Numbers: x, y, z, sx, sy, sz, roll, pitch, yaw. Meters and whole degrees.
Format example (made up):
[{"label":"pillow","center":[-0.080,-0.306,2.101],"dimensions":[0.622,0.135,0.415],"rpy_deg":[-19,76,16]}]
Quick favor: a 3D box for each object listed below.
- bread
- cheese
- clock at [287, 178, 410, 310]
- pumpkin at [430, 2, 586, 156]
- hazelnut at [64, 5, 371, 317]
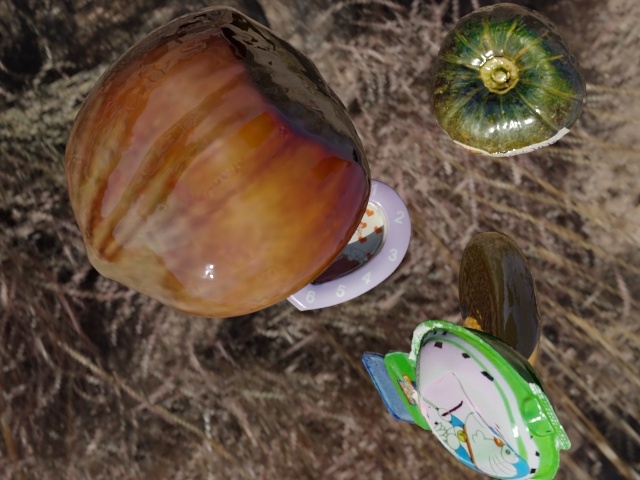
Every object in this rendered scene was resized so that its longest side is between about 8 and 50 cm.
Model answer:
[{"label":"bread","center":[0.211,0.081,1.412],"dimensions":[0.077,0.114,0.189],"rpy_deg":[-3,81,-33]},{"label":"cheese","center":[0.141,0.166,1.265],"dimensions":[0.083,0.320,0.204],"rpy_deg":[-35,105,-26]},{"label":"clock","center":[0.000,0.000,1.438],"dimensions":[0.198,0.064,0.172],"rpy_deg":[16,84,-10]},{"label":"pumpkin","center":[0.312,-0.266,2.024],"dimensions":[0.260,0.260,0.189],"rpy_deg":[-57,164,16]},{"label":"hazelnut","center":[-0.070,-0.050,0.868],"dimensions":[0.186,0.210,0.210],"rpy_deg":[-32,148,-61]}]
